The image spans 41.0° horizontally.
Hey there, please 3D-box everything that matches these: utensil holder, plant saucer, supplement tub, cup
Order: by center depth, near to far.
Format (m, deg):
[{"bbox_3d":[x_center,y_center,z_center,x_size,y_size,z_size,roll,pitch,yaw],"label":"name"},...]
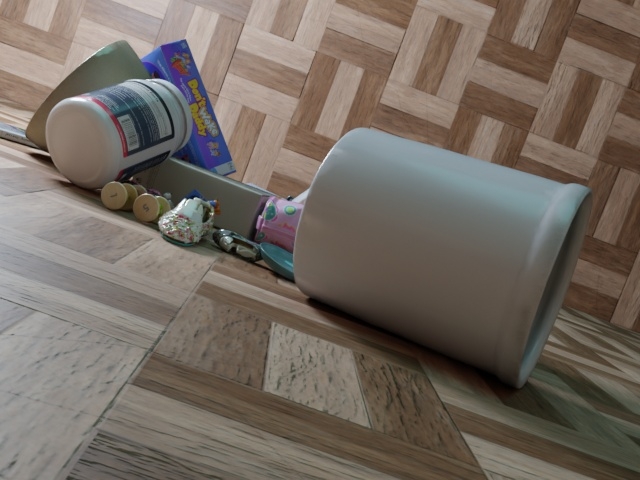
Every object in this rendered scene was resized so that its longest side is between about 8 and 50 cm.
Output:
[{"bbox_3d":[0.194,0.012,1.373,0.386,0.327,0.328,21,5,21],"label":"utensil holder"},{"bbox_3d":[-0.065,0.045,1.580,0.119,0.021,0.119,30,11,-7],"label":"plant saucer"},{"bbox_3d":[-0.418,-0.231,1.802,0.191,0.191,0.272,23,30,22],"label":"supplement tub"},{"bbox_3d":[-0.499,-0.281,2.059,0.237,0.331,0.331,44,3,-6],"label":"cup"}]

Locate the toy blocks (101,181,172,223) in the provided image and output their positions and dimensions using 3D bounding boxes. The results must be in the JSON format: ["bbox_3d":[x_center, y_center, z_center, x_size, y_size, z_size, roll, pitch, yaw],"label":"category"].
[{"bbox_3d":[-0.338,-0.071,1.656,0.123,0.054,0.148,21,4,11],"label":"toy blocks"}]

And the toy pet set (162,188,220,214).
[{"bbox_3d":[-0.258,-0.082,1.763,0.122,0.065,0.114,1,-20,10],"label":"toy pet set"}]

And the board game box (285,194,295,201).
[{"bbox_3d":[-0.029,-0.054,2.413,0.186,0.026,0.126,38,-11,-6],"label":"board game box"}]

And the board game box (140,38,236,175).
[{"bbox_3d":[-0.361,-0.304,2.166,0.078,0.347,0.233,-26,10,-36],"label":"board game box"}]

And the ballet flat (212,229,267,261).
[{"bbox_3d":[-0.157,0.010,1.609,0.114,0.041,0.041,21,5,12],"label":"ballet flat"}]

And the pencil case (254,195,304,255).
[{"bbox_3d":[0.000,0.000,1.887,0.284,0.124,0.124,23,5,8],"label":"pencil case"}]

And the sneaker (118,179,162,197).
[{"bbox_3d":[-0.379,-0.091,1.802,0.119,0.047,0.057,15,20,-39],"label":"sneaker"}]

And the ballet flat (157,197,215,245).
[{"bbox_3d":[-0.245,-0.043,1.586,0.091,0.077,0.241,22,5,-3],"label":"ballet flat"}]

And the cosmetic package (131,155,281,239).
[{"bbox_3d":[-0.266,-0.106,1.991,0.310,0.113,0.160,22,5,14],"label":"cosmetic package"}]

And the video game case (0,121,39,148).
[{"bbox_3d":[-0.786,-0.275,2.233,0.193,0.023,0.212,16,6,-42],"label":"video game case"}]

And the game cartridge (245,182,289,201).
[{"bbox_3d":[-0.074,-0.055,2.283,0.198,0.062,0.297,33,-4,-41],"label":"game cartridge"}]

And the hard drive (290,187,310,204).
[{"bbox_3d":[0.030,-0.043,1.977,0.203,0.040,0.307,31,-24,-16],"label":"hard drive"}]
